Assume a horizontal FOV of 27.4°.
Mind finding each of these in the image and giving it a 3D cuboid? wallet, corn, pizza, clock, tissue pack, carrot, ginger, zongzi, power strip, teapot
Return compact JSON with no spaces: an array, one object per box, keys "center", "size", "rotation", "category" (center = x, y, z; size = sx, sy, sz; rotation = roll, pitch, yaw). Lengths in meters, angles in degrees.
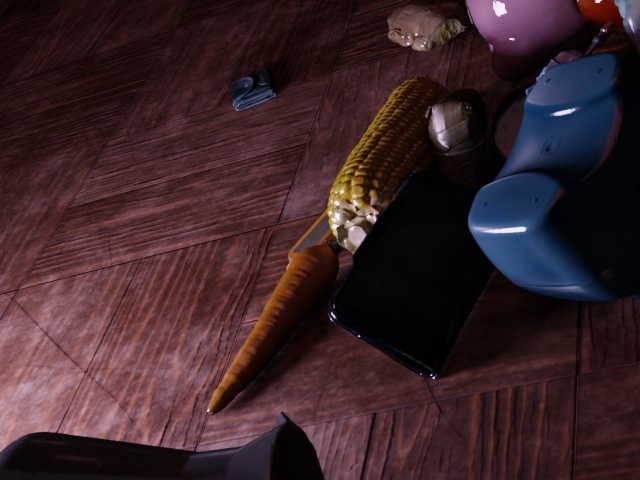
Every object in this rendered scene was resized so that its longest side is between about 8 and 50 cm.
[{"center":[0.135,0.033,1.698],"size":[0.172,0.045,0.318],"rotation":[27,48,7],"category":"wallet"},{"center":[-0.133,-0.297,2.542],"size":[0.088,0.026,0.129],"rotation":[-22,29,6],"category":"wallet"},{"center":[0.115,-0.117,1.935],"size":[0.144,0.144,0.387],"rotation":[-8,35,30],"category":"corn"},{"center":[0.497,-0.335,2.087],"size":[0.178,0.041,0.131],"rotation":[-21,28,9],"category":"pizza"},{"center":[0.329,-0.157,1.864],"size":[0.184,0.040,0.184],"rotation":[-9,53,13],"category":"clock"},{"center":[0.329,-0.064,1.590],"size":[0.198,0.206,0.287],"rotation":[-5,51,55],"category":"tissue pack"},{"center":[-0.059,0.109,1.788],"size":[0.069,0.069,0.336],"rotation":[2,42,40],"category":"carrot"},{"center":[0.185,-0.406,2.421],"size":[0.137,0.074,0.213],"rotation":[-22,32,-12],"category":"ginger"},{"center":[0.212,-0.129,1.913],"size":[0.081,0.178,0.189],"rotation":[-6,12,16],"category":"zongzi"},{"center":[0.000,0.000,1.952],"size":[0.049,0.028,0.178],"rotation":[4,40,42],"category":"power strip"},{"center":[-0.177,0.332,1.367],"size":[0.344,0.253,0.300],"rotation":[-11,65,17],"category":"teapot"}]

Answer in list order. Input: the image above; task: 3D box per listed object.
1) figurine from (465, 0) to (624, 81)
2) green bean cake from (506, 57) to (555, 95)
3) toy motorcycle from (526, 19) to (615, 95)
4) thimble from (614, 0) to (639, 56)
[{"center":[0.353,-0.413,2.108],"size":[0.261,0.211,0.270],"rotation":[-28,20,19],"category":"figurine"},{"center":[0.368,-0.221,1.989],"size":[0.135,0.056,0.135],"rotation":[-37,33,-19],"category":"green bean cake"},{"center":[0.415,-0.172,1.755],"size":[0.272,0.123,0.182],"rotation":[35,79,26],"category":"toy motorcycle"},{"center":[0.517,-0.287,1.849],"size":[0.149,0.185,0.211],"rotation":[-23,56,16],"category":"thimble"}]
